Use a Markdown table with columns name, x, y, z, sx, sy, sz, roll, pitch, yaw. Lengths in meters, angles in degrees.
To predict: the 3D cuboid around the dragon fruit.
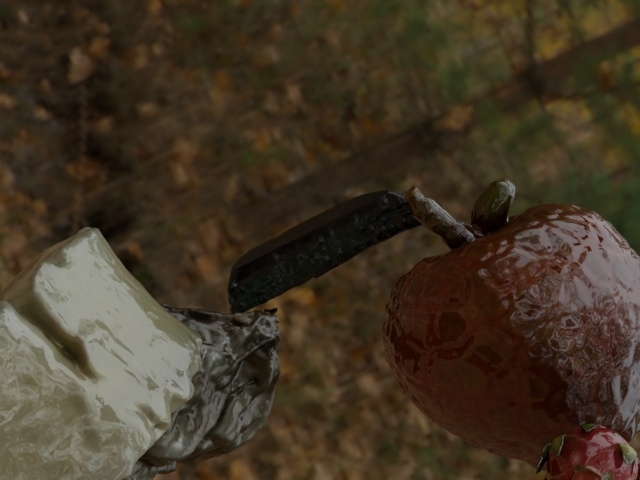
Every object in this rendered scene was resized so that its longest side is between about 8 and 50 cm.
| name | x | y | z | sx | sy | sz | roll | pitch | yaw |
| --- | --- | --- | --- | --- | --- | --- | --- | --- | --- |
| dragon fruit | 0.225 | 0.193 | 1.390 | 0.086 | 0.081 | 0.116 | 23 | 4 | 8 |

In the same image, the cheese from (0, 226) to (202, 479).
| name | x | y | z | sx | sy | sz | roll | pitch | yaw |
| --- | --- | --- | --- | --- | --- | --- | --- | --- | --- |
| cheese | -0.238 | 0.141 | 1.256 | 0.153 | 0.292 | 0.332 | 45 | 8 | -9 |

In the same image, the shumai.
| name | x | y | z | sx | sy | sz | roll | pitch | yaw |
| --- | --- | --- | --- | --- | --- | --- | --- | --- | --- |
| shumai | -0.146 | 0.172 | 1.586 | 0.185 | 0.218 | 0.184 | -92 | -177 | -48 |

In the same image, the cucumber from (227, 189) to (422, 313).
| name | x | y | z | sx | sy | sz | roll | pitch | yaw |
| --- | --- | --- | --- | --- | --- | --- | --- | --- | --- |
| cucumber | 0.000 | 0.000 | 1.680 | 0.070 | 0.220 | 0.046 | -104 | 168 | -68 |

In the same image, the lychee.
| name | x | y | z | sx | sy | sz | roll | pitch | yaw |
| --- | --- | --- | --- | --- | --- | --- | --- | --- | --- |
| lychee | 0.181 | 0.074 | 1.547 | 0.300 | 0.255 | 0.255 | 61 | 7 | 19 |
